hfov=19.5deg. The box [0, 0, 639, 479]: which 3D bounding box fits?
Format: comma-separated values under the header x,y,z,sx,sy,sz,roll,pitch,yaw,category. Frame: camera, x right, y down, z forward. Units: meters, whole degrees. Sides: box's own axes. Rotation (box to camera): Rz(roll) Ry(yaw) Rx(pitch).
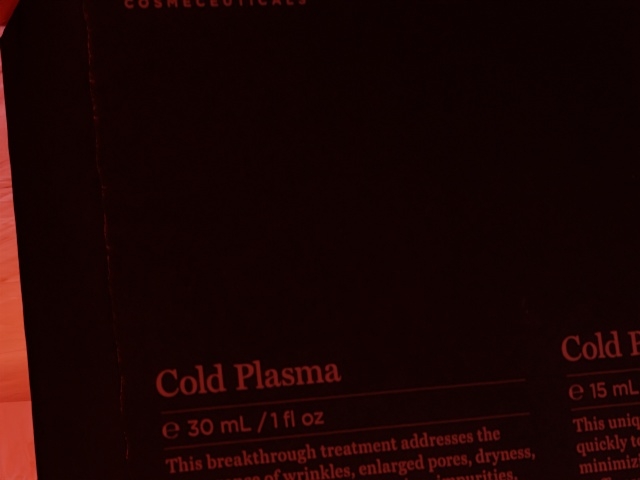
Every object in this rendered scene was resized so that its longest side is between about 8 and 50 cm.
x,y,z,sx,sy,sz,roll,pitch,yaw,category
0.056,0.034,0.794,0.343,0.313,0.179,-3,172,-19,box
